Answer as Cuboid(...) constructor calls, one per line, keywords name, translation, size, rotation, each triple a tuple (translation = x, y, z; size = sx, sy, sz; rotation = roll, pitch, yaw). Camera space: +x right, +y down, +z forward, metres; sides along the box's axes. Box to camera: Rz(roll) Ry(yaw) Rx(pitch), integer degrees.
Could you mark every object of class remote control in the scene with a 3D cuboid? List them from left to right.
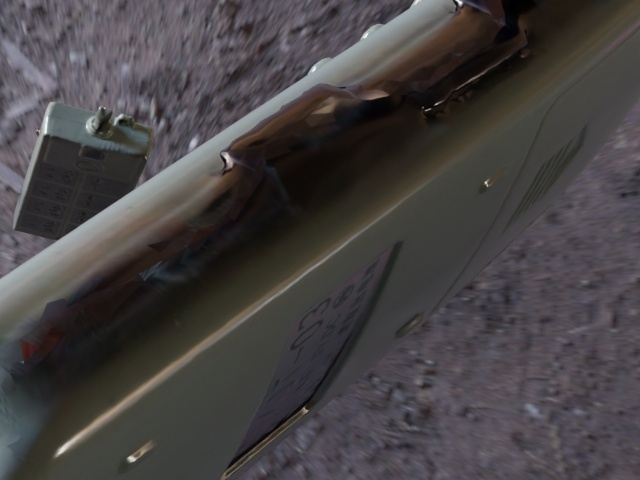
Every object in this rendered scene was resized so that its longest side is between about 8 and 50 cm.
Cuboid(name="remote control", translation=(0.000, 0.000, 0.522), size=(0.056, 0.140, 0.296), rotation=(43, 53, 12))

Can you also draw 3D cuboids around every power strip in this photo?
Cuboid(name="power strip", translation=(-0.107, -0.029, 0.862), size=(0.051, 0.136, 0.019), rotation=(15, 66, -11))
